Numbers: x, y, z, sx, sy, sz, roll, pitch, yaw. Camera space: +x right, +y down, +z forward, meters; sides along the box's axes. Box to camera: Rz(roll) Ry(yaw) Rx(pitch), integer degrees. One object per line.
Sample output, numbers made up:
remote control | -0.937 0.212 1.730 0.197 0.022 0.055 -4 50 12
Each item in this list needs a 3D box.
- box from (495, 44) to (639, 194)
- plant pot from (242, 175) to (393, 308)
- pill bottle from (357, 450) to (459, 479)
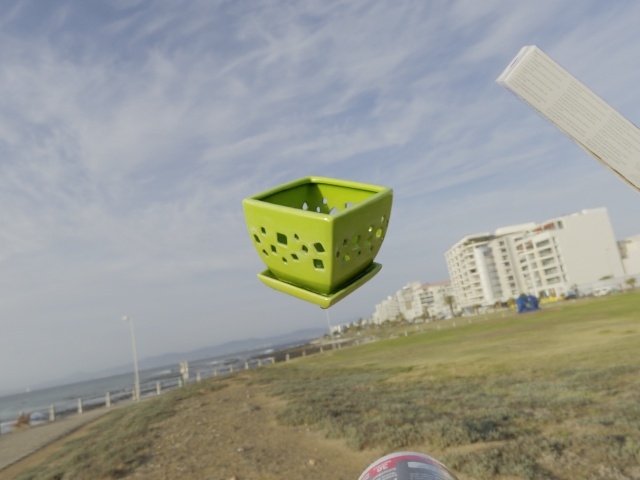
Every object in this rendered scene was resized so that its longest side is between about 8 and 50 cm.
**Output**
box | 0.414 -0.168 0.733 0.067 0.324 0.063 -54 6 19
plant pot | 0.000 0.000 0.999 0.227 0.207 0.228 15 26 35
pill bottle | 0.115 0.379 0.551 0.176 0.176 0.318 -11 -6 4
